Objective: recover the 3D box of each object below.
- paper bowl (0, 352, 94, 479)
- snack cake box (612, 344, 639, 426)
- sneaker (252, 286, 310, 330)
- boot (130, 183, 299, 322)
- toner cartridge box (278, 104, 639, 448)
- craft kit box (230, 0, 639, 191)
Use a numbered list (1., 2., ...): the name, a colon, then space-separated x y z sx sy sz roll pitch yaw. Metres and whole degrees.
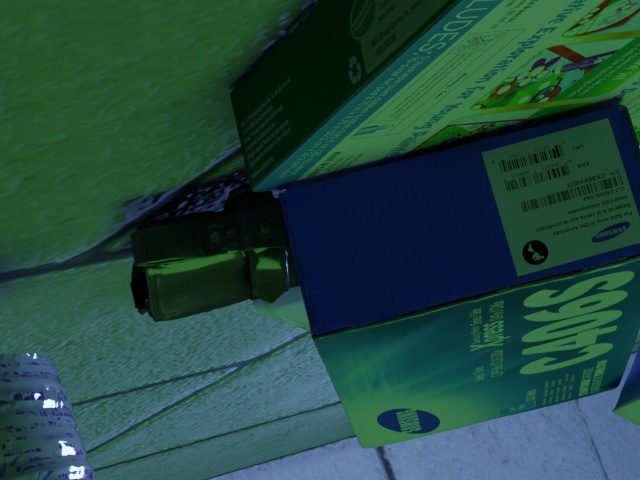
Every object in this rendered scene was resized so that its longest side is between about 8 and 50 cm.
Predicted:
1. paper bowl: -0.272 0.125 1.053 0.284 0.148 0.284 -19 170 -3
2. snack cake box: 0.301 0.015 1.179 0.152 0.264 0.089 27 160 -6
3. sneaker: 0.026 0.041 1.453 0.094 0.080 0.212 -12 168 27
4. boot: 0.000 0.000 1.152 0.229 0.091 0.263 -15 166 1
5. toner cartridge box: 0.081 0.033 1.029 0.165 0.075 0.348 -13 165 2
6. craft kit box: 0.119 -0.095 0.829 0.247 0.061 0.250 -4 164 -26
